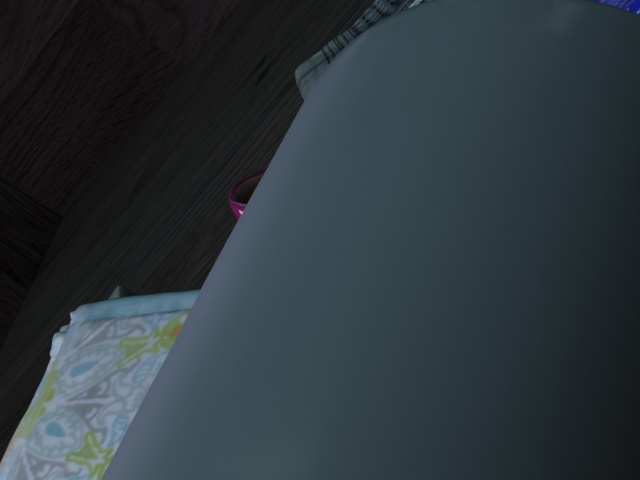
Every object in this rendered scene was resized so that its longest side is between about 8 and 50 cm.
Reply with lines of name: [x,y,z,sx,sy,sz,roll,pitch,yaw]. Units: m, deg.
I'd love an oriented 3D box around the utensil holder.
utensil holder: [0.068,0.110,0.964,0.327,0.327,0.385,-42,18,46]

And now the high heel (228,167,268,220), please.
high heel: [0.117,-0.057,1.158,0.377,0.181,0.127,-41,22,31]

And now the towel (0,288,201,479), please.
towel: [-0.117,0.182,1.679,0.374,0.090,0.320,-7,47,33]

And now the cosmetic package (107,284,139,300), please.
cosmetic package: [-0.168,0.165,2.025,0.113,0.160,0.309,-55,12,8]

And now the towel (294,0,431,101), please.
towel: [0.094,-0.263,2.170,0.312,0.056,0.324,-45,7,7]

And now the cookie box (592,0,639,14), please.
cookie box: [0.257,-0.186,1.609,0.092,0.040,0.107,-44,17,40]
